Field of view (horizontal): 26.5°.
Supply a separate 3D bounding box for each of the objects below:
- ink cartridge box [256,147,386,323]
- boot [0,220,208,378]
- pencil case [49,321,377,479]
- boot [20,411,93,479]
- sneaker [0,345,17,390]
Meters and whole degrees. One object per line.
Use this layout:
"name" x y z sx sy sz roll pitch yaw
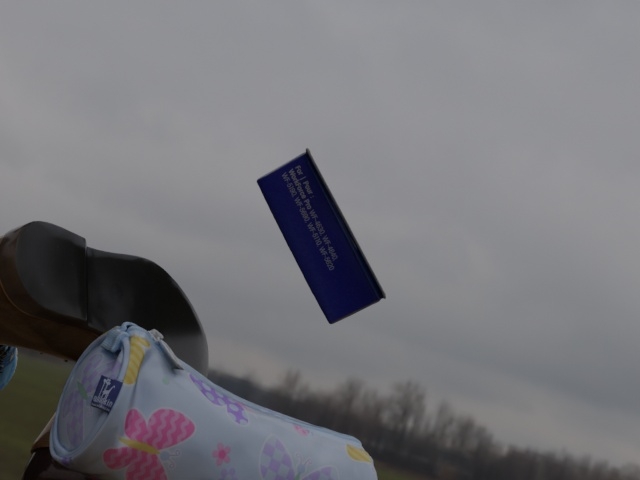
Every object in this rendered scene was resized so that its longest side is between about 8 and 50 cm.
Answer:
"ink cartridge box" 0.000 0.000 1.419 0.065 0.165 0.332 -27 -2 -1
"boot" -0.217 0.071 1.256 0.115 0.112 0.305 -17 -31 27
"pencil case" -0.084 0.173 1.109 0.273 0.124 0.113 32 -24 -26
"boot" -0.169 0.266 1.291 0.248 0.206 0.090 16 -28 3
"sneaker" -0.468 0.152 1.962 0.063 0.162 0.073 16 16 -4
